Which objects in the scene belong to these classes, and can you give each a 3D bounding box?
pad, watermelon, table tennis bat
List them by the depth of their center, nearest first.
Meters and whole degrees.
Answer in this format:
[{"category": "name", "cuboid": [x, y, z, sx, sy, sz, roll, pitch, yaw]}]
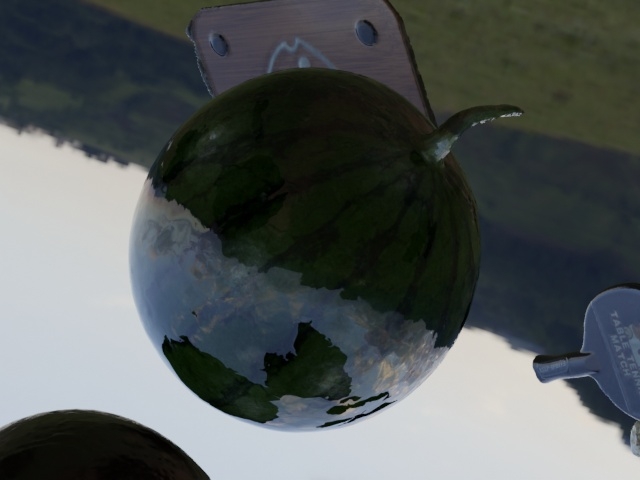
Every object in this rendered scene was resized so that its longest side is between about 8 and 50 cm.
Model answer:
[{"category": "watermelon", "cuboid": [0.000, 0.000, 0.710, 0.188, 0.214, 0.188, 32, -140, -31]}, {"category": "pad", "cuboid": [0.004, -0.099, 1.295, 0.286, 0.284, 0.018, 3, -151, 46]}, {"category": "table tennis bat", "cuboid": [0.303, 0.121, 1.391, 0.027, 0.150, 0.236, -20, 180, -33]}]

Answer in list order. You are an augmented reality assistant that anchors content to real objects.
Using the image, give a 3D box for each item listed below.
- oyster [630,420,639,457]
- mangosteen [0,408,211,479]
[{"category": "oyster", "cuboid": [0.442, 0.194, 1.562, 0.163, 0.191, 0.081, 42, -166, 7]}, {"category": "mangosteen", "cuboid": [-0.175, 0.211, 0.769, 0.261, 0.235, 0.235, 2, -172, -18]}]
